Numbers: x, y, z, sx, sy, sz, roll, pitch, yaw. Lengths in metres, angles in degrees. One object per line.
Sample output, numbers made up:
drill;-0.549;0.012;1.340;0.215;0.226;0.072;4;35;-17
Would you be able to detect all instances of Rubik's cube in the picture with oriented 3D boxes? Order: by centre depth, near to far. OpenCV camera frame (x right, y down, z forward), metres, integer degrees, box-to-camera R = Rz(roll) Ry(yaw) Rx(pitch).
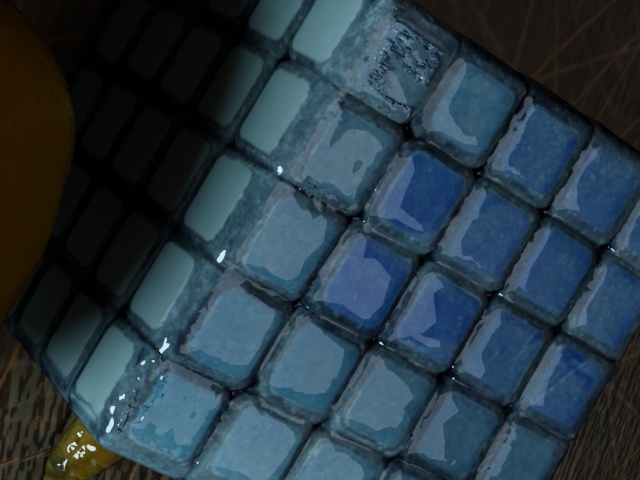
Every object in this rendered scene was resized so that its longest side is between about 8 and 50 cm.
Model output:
Rubik's cube;0.000;0.000;0.875;0.237;0.238;0.237;28;92;-33

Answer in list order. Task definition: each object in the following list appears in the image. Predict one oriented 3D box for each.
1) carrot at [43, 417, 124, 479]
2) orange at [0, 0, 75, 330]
carrot;-0.081;0.055;1.028;0.248;0.059;0.059;-52;143;1
orange;-0.204;-0.008;0.684;0.249;0.183;0.249;-20;166;-5
